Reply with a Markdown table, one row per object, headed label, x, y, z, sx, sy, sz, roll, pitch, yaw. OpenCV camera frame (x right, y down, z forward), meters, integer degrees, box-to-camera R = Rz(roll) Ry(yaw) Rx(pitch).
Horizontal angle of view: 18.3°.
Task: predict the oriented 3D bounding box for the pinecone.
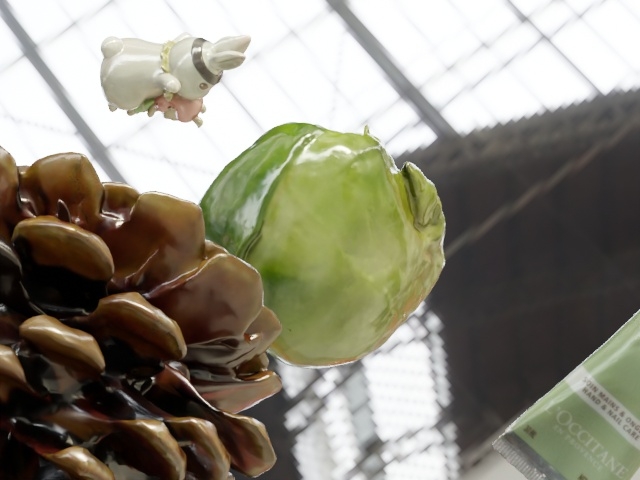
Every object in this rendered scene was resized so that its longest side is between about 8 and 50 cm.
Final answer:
| label | x | y | z | sx | sy | sz | roll | pitch | yaw |
| --- | --- | --- | --- | --- | --- | --- | --- | --- | --- |
| pinecone | -0.152 | 0.093 | 0.936 | 0.264 | 0.264 | 0.264 | -29 | -30 | -19 |

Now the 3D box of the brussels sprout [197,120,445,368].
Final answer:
| label | x | y | z | sx | sy | sz | roll | pitch | yaw |
| --- | --- | --- | --- | --- | --- | --- | --- | --- | --- |
| brussels sprout | -0.004 | 0.007 | 1.262 | 0.145 | 0.131 | 0.183 | -59 | -34 | -16 |

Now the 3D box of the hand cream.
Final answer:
| label | x | y | z | sx | sy | sz | roll | pitch | yaw |
| --- | --- | --- | --- | --- | --- | --- | --- | --- | --- |
| hand cream | 0.224 | 0.082 | 1.314 | 0.235 | 0.086 | 0.055 | -47 | -10 | 6 |

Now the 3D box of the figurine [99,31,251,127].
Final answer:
| label | x | y | z | sx | sy | sz | roll | pitch | yaw |
| --- | --- | --- | --- | --- | --- | --- | --- | --- | --- |
| figurine | -0.134 | -0.162 | 1.925 | 0.146 | 0.081 | 0.098 | 0 | -26 | 9 |
